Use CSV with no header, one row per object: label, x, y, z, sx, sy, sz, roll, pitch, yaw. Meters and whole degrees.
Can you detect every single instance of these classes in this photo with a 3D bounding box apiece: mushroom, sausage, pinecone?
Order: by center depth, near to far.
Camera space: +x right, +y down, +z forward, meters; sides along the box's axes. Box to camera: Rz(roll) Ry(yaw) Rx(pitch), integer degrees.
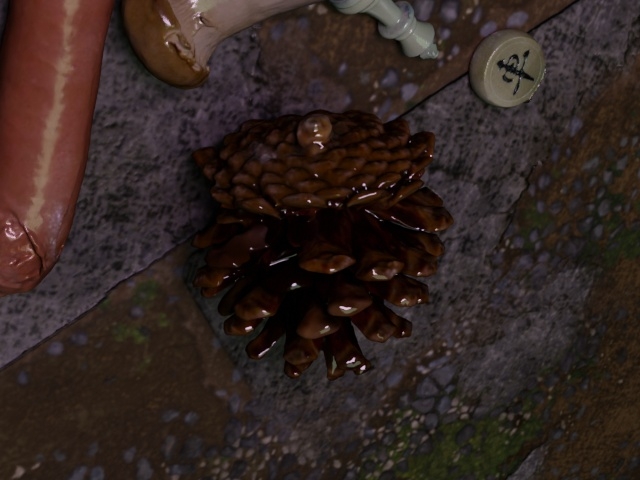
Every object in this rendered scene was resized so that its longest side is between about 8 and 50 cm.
sausage,-0.223,-0.144,0.965,0.094,0.094,0.419,-9,120,-51
mushroom,-0.014,-0.256,1.007,0.350,0.128,0.128,-34,127,-5
pinecone,-0.008,0.005,1.072,0.264,0.264,0.264,-14,121,-24

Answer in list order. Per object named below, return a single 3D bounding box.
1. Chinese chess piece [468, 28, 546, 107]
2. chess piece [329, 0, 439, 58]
Chinese chess piece,0.196,-0.181,1.228,0.084,0.034,0.084,-13,120,-23
chess piece,0.070,-0.216,1.128,0.149,0.059,0.059,31,97,-45
